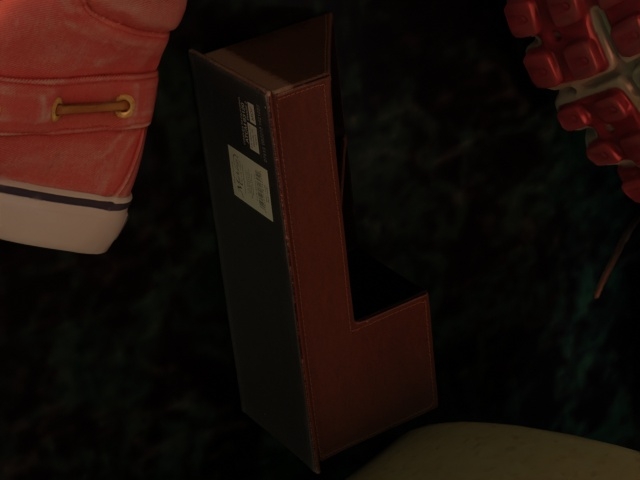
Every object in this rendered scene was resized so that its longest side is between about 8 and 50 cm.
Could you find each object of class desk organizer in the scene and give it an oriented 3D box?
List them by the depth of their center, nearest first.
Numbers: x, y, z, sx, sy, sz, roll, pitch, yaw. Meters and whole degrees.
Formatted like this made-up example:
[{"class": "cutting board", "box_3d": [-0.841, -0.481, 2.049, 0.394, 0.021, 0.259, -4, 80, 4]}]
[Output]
[{"class": "desk organizer", "box_3d": [0.000, 0.000, 0.524, 0.050, 0.047, 0.130, -22, 122, -26]}]

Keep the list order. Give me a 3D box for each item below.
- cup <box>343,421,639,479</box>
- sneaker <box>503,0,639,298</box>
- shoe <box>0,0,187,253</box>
[{"class": "cup", "box_3d": [0.067, 0.196, 0.520, 0.331, 0.331, 0.237, 37, 64, -38]}, {"class": "sneaker", "box_3d": [0.147, -0.053, 0.566, 0.112, 0.121, 0.299, -53, 134, -39]}, {"class": "shoe", "box_3d": [-0.115, -0.051, 0.420, 0.178, 0.063, 0.081, 11, 104, -41]}]
